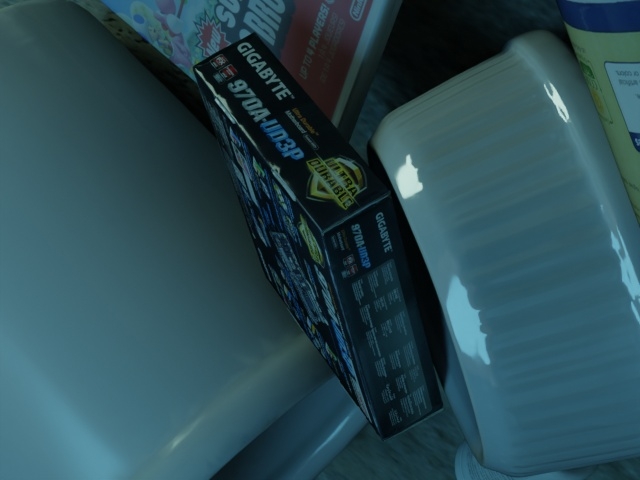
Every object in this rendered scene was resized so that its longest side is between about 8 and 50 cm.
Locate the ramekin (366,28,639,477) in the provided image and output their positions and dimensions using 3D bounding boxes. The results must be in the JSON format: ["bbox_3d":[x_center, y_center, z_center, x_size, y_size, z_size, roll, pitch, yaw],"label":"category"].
[{"bbox_3d":[0.121,0.018,1.147,0.273,0.127,0.272,161,90,-88],"label":"ramekin"}]

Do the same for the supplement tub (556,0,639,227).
[{"bbox_3d":[0.263,-0.052,0.937,0.228,0.228,0.316,0,119,50],"label":"supplement tub"}]

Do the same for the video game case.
[{"bbox_3d":[-0.075,-0.189,1.247,0.285,0.025,0.204,41,144,16],"label":"video game case"}]

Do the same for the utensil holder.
[{"bbox_3d":[-0.173,0.052,1.471,0.385,0.328,0.327,46,145,14],"label":"utensil holder"}]

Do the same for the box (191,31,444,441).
[{"bbox_3d":[0.000,0.000,1.203,0.175,0.051,0.220,52,166,40],"label":"box"}]

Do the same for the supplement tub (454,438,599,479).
[{"bbox_3d":[0.154,0.157,1.394,0.071,0.071,0.107,53,146,1],"label":"supplement tub"}]
